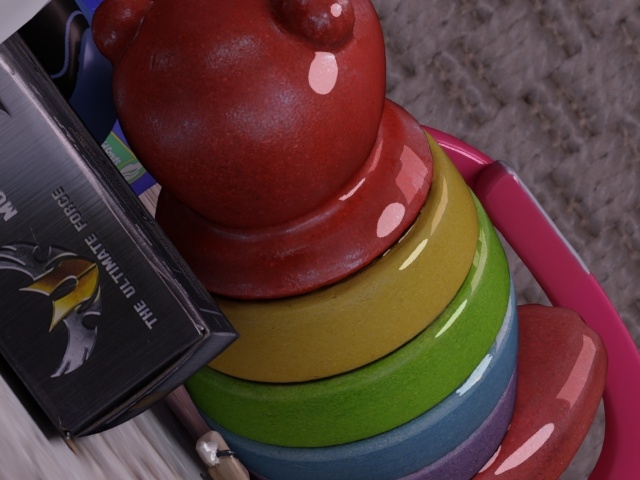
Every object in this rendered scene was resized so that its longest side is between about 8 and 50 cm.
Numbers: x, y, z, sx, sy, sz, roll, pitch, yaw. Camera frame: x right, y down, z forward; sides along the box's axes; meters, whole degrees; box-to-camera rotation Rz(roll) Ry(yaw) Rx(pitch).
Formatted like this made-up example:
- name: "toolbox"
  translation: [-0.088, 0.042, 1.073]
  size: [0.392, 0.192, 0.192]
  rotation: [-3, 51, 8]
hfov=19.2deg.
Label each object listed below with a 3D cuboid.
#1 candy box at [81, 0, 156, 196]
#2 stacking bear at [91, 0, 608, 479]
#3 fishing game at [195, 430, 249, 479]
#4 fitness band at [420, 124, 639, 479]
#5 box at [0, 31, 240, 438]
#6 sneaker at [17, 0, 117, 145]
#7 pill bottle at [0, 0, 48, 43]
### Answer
- name: "candy box"
  translation: [-0.193, -0.193, 1.044]
  size: [0.317, 0.122, 0.268]
  rotation: [53, -2, 19]
- name: "stacking bear"
  translation: [0.000, 0.000, 0.808]
  size: [0.164, 0.175, 0.289]
  rotation: [-66, 147, -37]
- name: "fishing game"
  translation: [0.025, 0.171, 0.543]
  size: [0.189, 0.041, 0.264]
  rotation: [54, -8, 42]
- name: "fitness band"
  translation: [0.056, 0.070, 1.028]
  size: [0.291, 0.209, 0.054]
  rotation: [54, 5, -18]
- name: "box"
  translation: [-0.120, -0.042, 0.651]
  size: [0.231, 0.056, 0.183]
  rotation: [54, -2, 2]
- name: "sneaker"
  translation: [-0.172, -0.122, 0.795]
  size: [0.232, 0.081, 0.090]
  rotation: [49, 6, 28]
- name: "pill bottle"
  translation: [-0.116, -0.118, 0.410]
  size: [0.152, 0.152, 0.272]
  rotation: [54, 0, -24]
